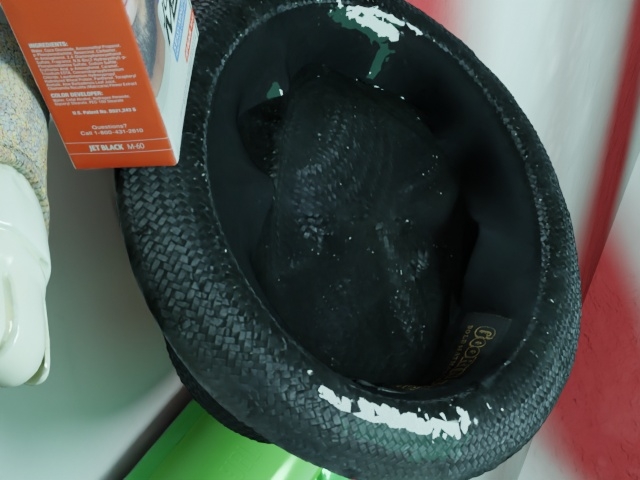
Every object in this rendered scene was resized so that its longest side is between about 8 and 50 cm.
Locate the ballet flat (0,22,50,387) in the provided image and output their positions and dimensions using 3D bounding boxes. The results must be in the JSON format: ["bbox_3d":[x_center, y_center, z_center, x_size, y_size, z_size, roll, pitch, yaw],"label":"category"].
[{"bbox_3d":[-0.169,0.055,0.385,0.316,0.106,0.107,-61,156,-20],"label":"ballet flat"}]

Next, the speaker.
[{"bbox_3d":[-0.063,0.177,0.699,0.296,0.131,0.131,-49,150,-39],"label":"speaker"}]

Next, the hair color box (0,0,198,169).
[{"bbox_3d":[-0.096,-0.119,0.426,0.167,0.053,0.093,77,12,-52],"label":"hair color box"}]

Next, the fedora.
[{"bbox_3d":[0.000,0.000,0.609,0.152,0.334,0.334,-41,-178,44],"label":"fedora"}]
